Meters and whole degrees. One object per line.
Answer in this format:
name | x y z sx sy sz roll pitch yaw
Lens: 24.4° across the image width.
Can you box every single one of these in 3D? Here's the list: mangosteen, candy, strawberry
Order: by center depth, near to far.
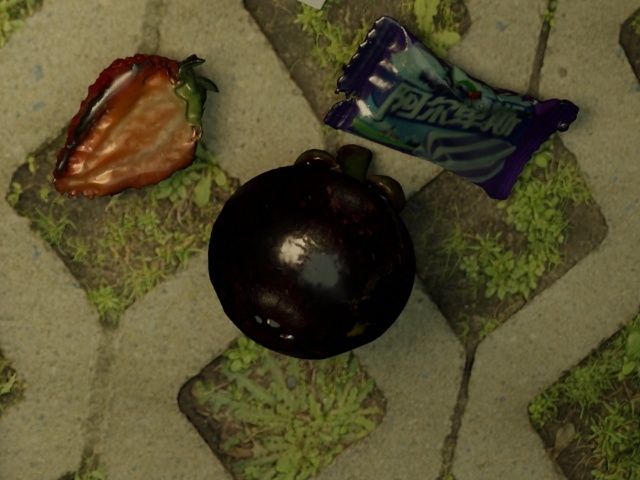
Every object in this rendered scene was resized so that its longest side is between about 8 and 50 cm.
strawberry | -0.197 -0.127 1.570 0.140 0.085 0.192 17 111 -27
mangosteen | 0.000 0.000 1.614 0.228 0.228 0.265 41 59 -24
candy | 0.147 -0.142 1.663 0.275 0.070 0.145 22 113 -23

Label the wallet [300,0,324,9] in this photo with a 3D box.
wallet | -0.001 -0.293 1.594 0.044 0.011 0.083 22 104 -21
